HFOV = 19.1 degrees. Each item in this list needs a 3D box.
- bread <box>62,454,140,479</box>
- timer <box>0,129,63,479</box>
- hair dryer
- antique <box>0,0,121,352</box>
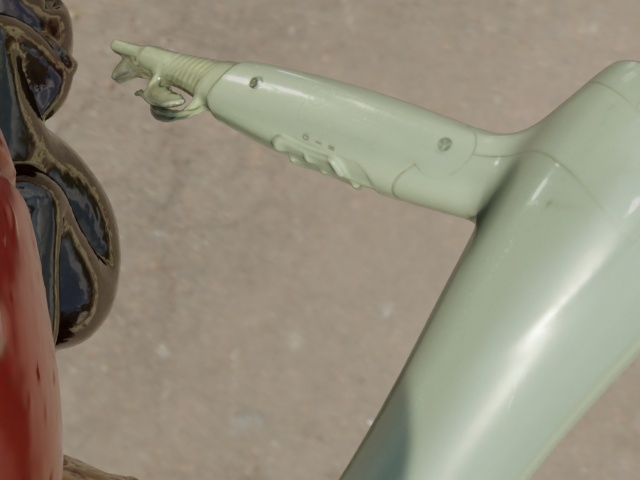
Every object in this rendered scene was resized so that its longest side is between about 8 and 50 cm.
[{"bbox_3d":[-0.208,0.189,1.129,0.268,0.268,0.145,13,95,-35],"label":"bread"},{"bbox_3d":[-0.254,0.040,0.453,0.378,0.378,0.279,-9,76,-30],"label":"timer"},{"bbox_3d":[0.000,0.000,0.655,0.206,0.237,0.075,-52,152,-11],"label":"hair dryer"},{"bbox_3d":[-0.188,-0.046,1.128,0.143,0.121,0.257,-40,120,-61],"label":"antique"}]
